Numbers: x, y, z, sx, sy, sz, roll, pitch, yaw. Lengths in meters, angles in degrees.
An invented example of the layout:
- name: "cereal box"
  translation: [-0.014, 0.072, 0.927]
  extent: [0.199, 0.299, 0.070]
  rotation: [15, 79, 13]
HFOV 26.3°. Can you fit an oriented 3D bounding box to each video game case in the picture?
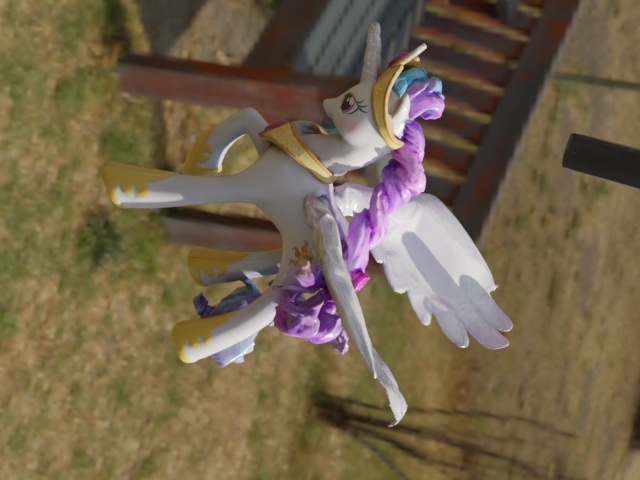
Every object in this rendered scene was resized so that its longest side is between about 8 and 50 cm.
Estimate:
- name: "video game case"
  translation: [0.298, -0.007, 0.758]
  extent: [0.196, 0.274, 0.026]
  rotation: [6, 100, -48]

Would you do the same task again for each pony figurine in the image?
- name: "pony figurine"
  translation: [0.000, 0.000, 1.362]
  extent: [0.303, 0.363, 0.351]
  rotation: [-30, 98, -61]
